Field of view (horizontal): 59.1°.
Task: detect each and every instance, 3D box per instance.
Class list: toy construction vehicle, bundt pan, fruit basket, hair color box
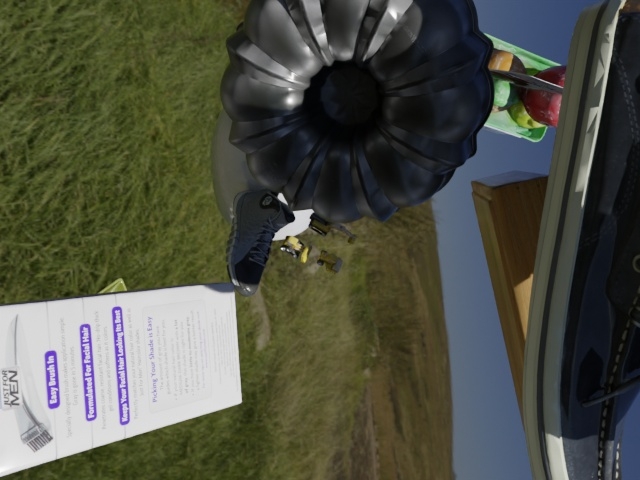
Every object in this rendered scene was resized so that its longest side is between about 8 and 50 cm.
[{"bbox_3d":[0.000,0.000,0.875,0.086,0.098,0.035,-61,-175,-30],"label":"toy construction vehicle"},{"bbox_3d":[0.032,-0.161,0.641,0.124,0.330,0.331,-62,146,-63],"label":"bundt pan"},{"bbox_3d":[0.382,-0.256,1.030,0.165,0.327,0.353,-70,-154,19],"label":"fruit basket"},{"bbox_3d":[-0.273,0.160,0.751,0.338,0.110,0.185,-2,87,-47],"label":"hair color box"}]

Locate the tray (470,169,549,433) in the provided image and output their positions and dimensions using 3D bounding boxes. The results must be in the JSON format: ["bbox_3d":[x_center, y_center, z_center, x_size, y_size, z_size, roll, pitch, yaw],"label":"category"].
[{"bbox_3d":[0.287,0.117,0.756,0.203,0.076,0.411,-48,125,-78],"label":"tray"}]

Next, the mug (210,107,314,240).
[{"bbox_3d":[-0.068,-0.176,1.281,0.328,0.374,0.276,102,11,-62],"label":"mug"}]

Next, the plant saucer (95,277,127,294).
[{"bbox_3d":[-0.431,0.196,1.135,0.188,0.045,0.188,-57,131,-69],"label":"plant saucer"}]

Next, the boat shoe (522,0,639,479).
[{"bbox_3d":[0.283,0.037,0.502,0.187,0.156,0.500,-4,101,-58],"label":"boat shoe"}]

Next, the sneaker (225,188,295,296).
[{"bbox_3d":[-0.111,-0.008,1.119,0.086,0.132,0.229,31,52,-54],"label":"sneaker"}]
